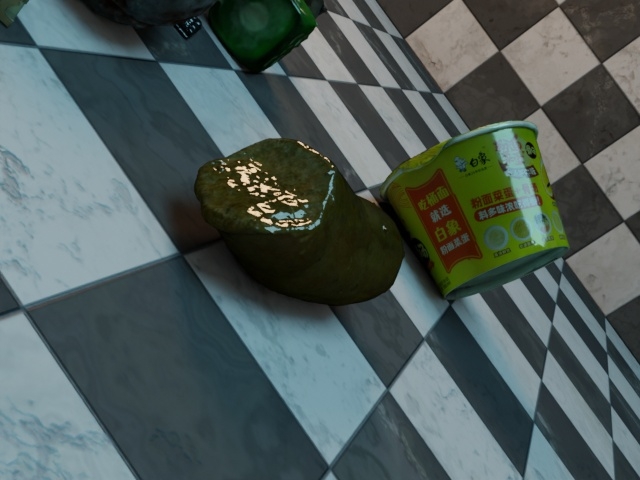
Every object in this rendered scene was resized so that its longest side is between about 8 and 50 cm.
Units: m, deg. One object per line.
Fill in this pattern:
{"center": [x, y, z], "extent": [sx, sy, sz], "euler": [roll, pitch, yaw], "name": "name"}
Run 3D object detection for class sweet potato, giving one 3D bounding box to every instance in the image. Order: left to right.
{"center": [0.000, 0.000, 0.987], "extent": [0.370, 0.158, 0.158], "euler": [38, 23, -56], "name": "sweet potato"}

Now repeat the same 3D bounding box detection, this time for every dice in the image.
{"center": [-0.091, -0.352, 1.400], "extent": [0.128, 0.131, 0.120], "euler": [52, 16, -2], "name": "dice"}

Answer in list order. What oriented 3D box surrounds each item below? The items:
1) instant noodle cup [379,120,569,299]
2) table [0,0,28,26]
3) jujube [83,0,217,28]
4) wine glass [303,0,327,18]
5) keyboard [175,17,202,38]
{"center": [0.279, -0.041, 1.528], "extent": [0.311, 0.311, 0.221], "euler": [12, 54, -63], "name": "instant noodle cup"}
{"center": [-0.302, -0.264, 0.838], "extent": [0.083, 0.062, 0.079], "euler": [45, 21, -26], "name": "table"}
{"center": [-0.202, -0.387, 1.056], "extent": [0.246, 0.215, 0.308], "euler": [44, 25, -35], "name": "jujube"}
{"center": [-0.102, -0.494, 1.618], "extent": [0.156, 0.156, 0.232], "euler": [31, 24, -49], "name": "wine glass"}
{"center": [-0.251, -0.383, 1.236], "extent": [0.231, 0.023, 0.072], "euler": [49, 22, -14], "name": "keyboard"}
